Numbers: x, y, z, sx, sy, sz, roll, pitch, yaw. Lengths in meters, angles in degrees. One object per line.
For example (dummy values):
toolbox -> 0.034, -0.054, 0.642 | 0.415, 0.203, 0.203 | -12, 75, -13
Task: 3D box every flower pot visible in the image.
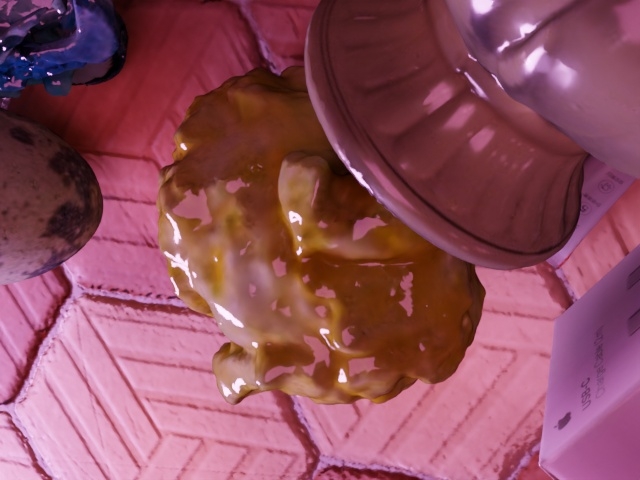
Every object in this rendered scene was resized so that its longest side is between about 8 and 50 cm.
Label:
flower pot -> 0.146, -0.130, 0.630 | 0.307, 0.307, 0.244 | 46, 131, -6

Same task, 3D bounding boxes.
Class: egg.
egg -> -0.254, -0.034, 0.848 | 0.181, 0.141, 0.141 | 9, 114, 4

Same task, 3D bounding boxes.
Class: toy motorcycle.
toy motorcycle -> -0.262, -0.172, 0.771 | 0.260, 0.154, 0.206 | 0, 152, -2

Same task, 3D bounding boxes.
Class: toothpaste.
toothpaste -> 0.208, -0.057, 0.777 | 0.048, 0.031, 0.190 | 37, 120, -5

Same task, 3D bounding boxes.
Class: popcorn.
popcorn -> 0.000, 0.000, 0.769 | 0.256, 0.195, 0.255 | 46, 112, 14

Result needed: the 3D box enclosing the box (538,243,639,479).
box -> 0.262, 0.046, 0.707 | 0.106, 0.203, 0.252 | 39, 117, -4
